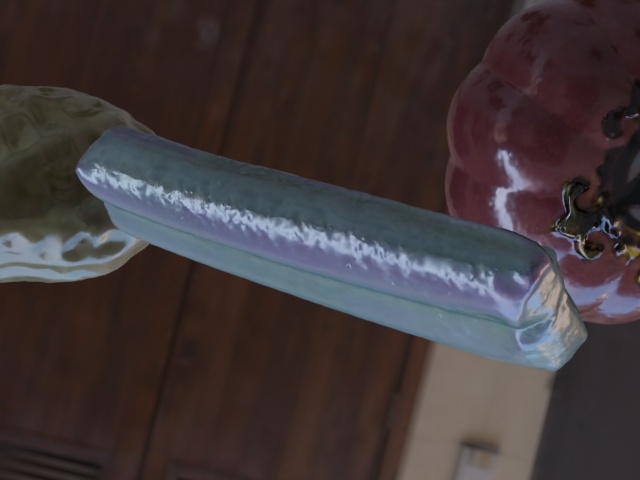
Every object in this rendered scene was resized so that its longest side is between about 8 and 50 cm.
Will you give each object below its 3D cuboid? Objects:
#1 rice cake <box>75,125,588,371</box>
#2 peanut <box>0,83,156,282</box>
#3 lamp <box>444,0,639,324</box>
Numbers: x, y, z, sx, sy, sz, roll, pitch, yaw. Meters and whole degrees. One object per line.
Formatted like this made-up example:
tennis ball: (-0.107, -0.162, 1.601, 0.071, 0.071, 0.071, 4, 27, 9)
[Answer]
rice cake: (-0.001, 0.000, 0.774, 0.222, 0.042, 0.080, 17, 165, 27)
peanut: (-0.239, -0.018, 1.151, 0.298, 0.136, 0.120, -17, 149, -8)
lamp: (0.147, -0.047, 0.969, 0.182, 0.182, 0.140, 15, -166, -22)
